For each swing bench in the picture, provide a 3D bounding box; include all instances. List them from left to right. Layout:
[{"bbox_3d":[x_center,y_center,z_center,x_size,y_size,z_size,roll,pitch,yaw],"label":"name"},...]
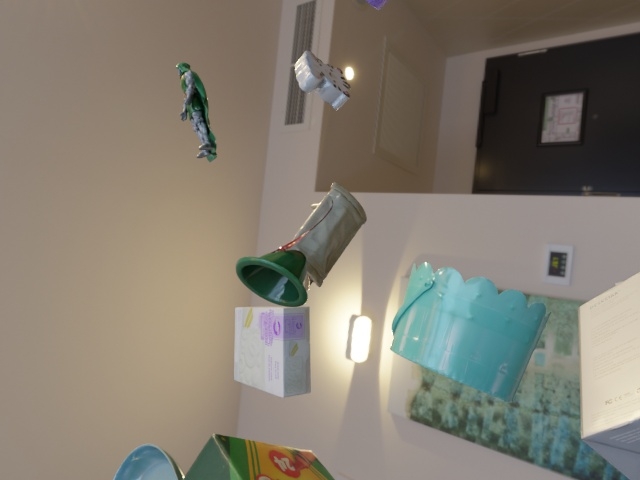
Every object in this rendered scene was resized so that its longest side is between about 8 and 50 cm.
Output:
[{"bbox_3d":[0.000,0.000,1.213,0.165,0.254,0.253,39,-107,-6],"label":"swing bench"}]

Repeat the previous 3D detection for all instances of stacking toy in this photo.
[{"bbox_3d":[0.037,-0.246,0.352,0.052,0.167,0.221,15,-128,-38],"label":"stacking toy"}]

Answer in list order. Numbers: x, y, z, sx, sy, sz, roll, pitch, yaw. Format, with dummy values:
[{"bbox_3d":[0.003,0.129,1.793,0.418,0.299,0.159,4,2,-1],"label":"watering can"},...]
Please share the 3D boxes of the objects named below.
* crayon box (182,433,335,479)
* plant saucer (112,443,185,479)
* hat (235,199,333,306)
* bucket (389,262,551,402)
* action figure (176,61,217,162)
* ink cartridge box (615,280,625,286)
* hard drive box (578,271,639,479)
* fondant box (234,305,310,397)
[{"bbox_3d":[-0.003,0.362,0.448,0.202,0.318,0.081,37,-96,-42],"label":"crayon box"},{"bbox_3d":[-0.257,0.470,0.586,0.044,0.317,0.317,21,-103,-40],"label":"plant saucer"},{"bbox_3d":[-0.065,0.032,0.936,0.183,0.208,0.173,-62,-40,-34],"label":"hat"},{"bbox_3d":[0.278,0.177,0.797,0.281,0.281,0.183,33,-102,-51],"label":"bucket"},{"bbox_3d":[-0.301,-0.318,0.968,0.063,0.137,0.232,-13,-98,-27],"label":"action figure"},{"bbox_3d":[0.672,0.154,0.744,0.045,0.208,0.206,23,-118,-20],"label":"ink cartridge box"},{"bbox_3d":[0.391,0.123,0.441,0.232,0.089,0.181,-46,-6,-48],"label":"hard drive box"},{"bbox_3d":[-0.156,0.321,1.233,0.096,0.330,0.238,5,-101,-35],"label":"fondant box"}]
